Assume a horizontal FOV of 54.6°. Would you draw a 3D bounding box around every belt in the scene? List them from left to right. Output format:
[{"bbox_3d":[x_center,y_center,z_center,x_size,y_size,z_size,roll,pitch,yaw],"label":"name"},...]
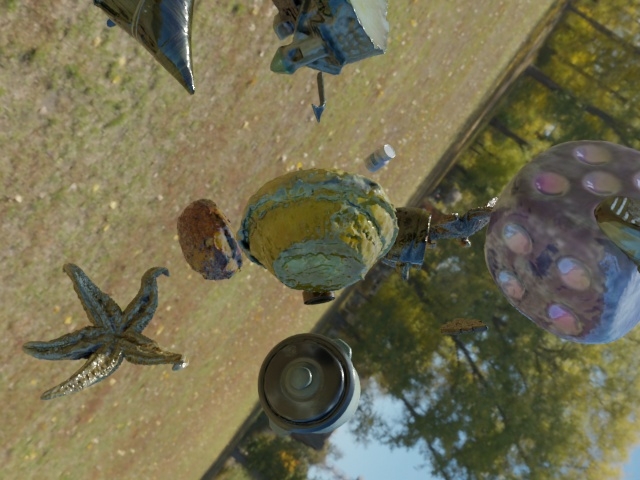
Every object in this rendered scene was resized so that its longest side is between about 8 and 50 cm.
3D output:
[{"bbox_3d":[-0.005,0.140,1.569,0.083,0.036,0.059,-11,157,5],"label":"belt"}]

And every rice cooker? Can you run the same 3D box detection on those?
[{"bbox_3d":[-0.026,0.404,1.715,0.316,0.264,0.317,-40,156,-22],"label":"rice cooker"}]

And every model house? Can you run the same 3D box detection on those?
[{"bbox_3d":[-0.006,-0.527,1.421,0.284,0.243,0.299,-19,-139,31],"label":"model house"}]

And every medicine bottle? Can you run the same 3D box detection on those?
[{"bbox_3d":[0.173,-0.242,1.824,0.089,0.052,0.052,-33,-171,44],"label":"medicine bottle"}]

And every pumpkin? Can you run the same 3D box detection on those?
[{"bbox_3d":[0.240,0.029,1.797,0.126,0.130,0.248,-73,168,-46],"label":"pumpkin"}]

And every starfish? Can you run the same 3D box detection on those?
[{"bbox_3d":[-0.421,0.189,1.283,0.094,0.326,0.375,117,-5,-50],"label":"starfish"},{"bbox_3d":[0.475,-0.054,1.965,0.311,0.113,0.303,-15,168,-31],"label":"starfish"}]

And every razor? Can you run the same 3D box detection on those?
[{"bbox_3d":[0.002,-0.420,1.770,0.066,0.033,0.190,68,19,-47],"label":"razor"}]

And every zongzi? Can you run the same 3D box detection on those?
[{"bbox_3d":[-0.229,-0.421,1.086,0.248,0.241,0.111,-46,-176,0],"label":"zongzi"}]

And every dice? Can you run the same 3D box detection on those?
[{"bbox_3d":[0.483,0.001,1.126,0.270,0.271,0.270,-32,138,-23],"label":"dice"}]

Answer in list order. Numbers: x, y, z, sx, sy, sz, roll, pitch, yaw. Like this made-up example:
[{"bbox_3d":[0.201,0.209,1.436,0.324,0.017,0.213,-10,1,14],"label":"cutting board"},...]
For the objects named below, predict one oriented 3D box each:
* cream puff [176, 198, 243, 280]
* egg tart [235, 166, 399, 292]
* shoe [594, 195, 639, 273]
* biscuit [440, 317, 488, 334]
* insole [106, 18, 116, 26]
[{"bbox_3d":[-0.313,0.006,1.739,0.163,0.240,0.240,-28,164,-21],"label":"cream puff"},{"bbox_3d":[0.000,0.000,1.409,0.388,0.387,0.169,119,-27,-48],"label":"egg tart"},{"bbox_3d":[0.490,0.038,0.871,0.098,0.274,0.103,-53,-177,30],"label":"shoe"},{"bbox_3d":[0.255,0.158,1.122,0.092,0.016,0.082,-11,-171,-31],"label":"biscuit"},{"bbox_3d":[-0.430,-0.524,1.426,0.135,0.002,0.045,-32,169,-16],"label":"insole"}]
